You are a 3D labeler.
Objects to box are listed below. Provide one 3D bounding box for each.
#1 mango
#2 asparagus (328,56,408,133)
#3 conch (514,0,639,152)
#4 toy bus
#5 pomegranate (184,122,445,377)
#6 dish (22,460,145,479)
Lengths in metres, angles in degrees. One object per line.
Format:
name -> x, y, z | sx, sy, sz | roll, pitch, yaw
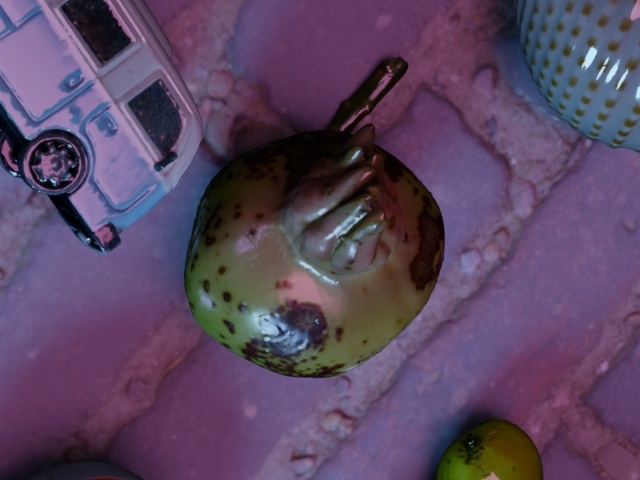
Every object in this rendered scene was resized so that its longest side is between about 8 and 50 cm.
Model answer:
mango -> 0.176, 0.266, 1.363 | 0.119, 0.100, 0.178 | -20, 121, -20
asparagus -> 0.039, -0.128, 1.242 | 0.025, 0.021, 0.108 | 43, 86, -21
conch -> 0.297, -0.249, 1.216 | 0.319, 0.215, 0.303 | 41, 76, -27
toy bus -> -0.207, -0.140, 1.078 | 0.165, 0.133, 0.271 | -38, 113, -13
pomegranate -> 0.013, 0.011, 1.131 | 0.222, 0.276, 0.204 | -50, 115, -23
dish -> -0.229, 0.308, 1.197 | 0.256, 0.117, 0.256 | -6, 105, -21
